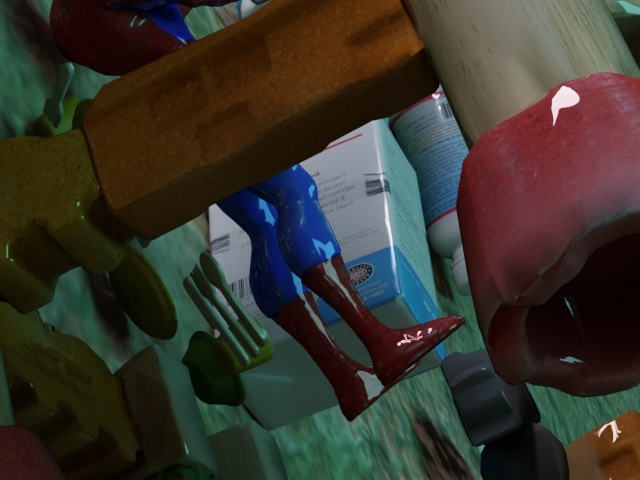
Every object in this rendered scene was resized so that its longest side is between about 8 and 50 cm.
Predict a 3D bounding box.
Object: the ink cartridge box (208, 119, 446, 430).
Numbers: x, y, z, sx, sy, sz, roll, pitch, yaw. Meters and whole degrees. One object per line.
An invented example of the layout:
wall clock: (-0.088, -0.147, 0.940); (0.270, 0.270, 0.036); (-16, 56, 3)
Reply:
ink cartridge box: (0.000, 0.000, 0.968); (0.060, 0.104, 0.180); (54, 21, -40)

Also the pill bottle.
pill bottle: (0.115, -0.042, 1.444); (0.087, 0.087, 0.160); (30, 41, -66)

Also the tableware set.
tableware set: (-0.071, -0.001, 0.788); (0.154, 0.024, 0.104); (53, -30, 9)

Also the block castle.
block castle: (0.060, 0.105, 0.670); (0.453, 0.303, 0.212); (47, 20, -53)

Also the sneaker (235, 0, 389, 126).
sneaker: (0.006, -0.101, 1.200); (0.190, 0.071, 0.083); (46, 32, -53)

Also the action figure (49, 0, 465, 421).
action figure: (-0.022, -0.069, 0.859); (0.280, 0.139, 0.091); (50, -30, 6)

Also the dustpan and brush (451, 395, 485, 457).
dustpan and brush: (0.133, 0.191, 1.269); (0.211, 0.060, 0.147); (22, 49, -60)
